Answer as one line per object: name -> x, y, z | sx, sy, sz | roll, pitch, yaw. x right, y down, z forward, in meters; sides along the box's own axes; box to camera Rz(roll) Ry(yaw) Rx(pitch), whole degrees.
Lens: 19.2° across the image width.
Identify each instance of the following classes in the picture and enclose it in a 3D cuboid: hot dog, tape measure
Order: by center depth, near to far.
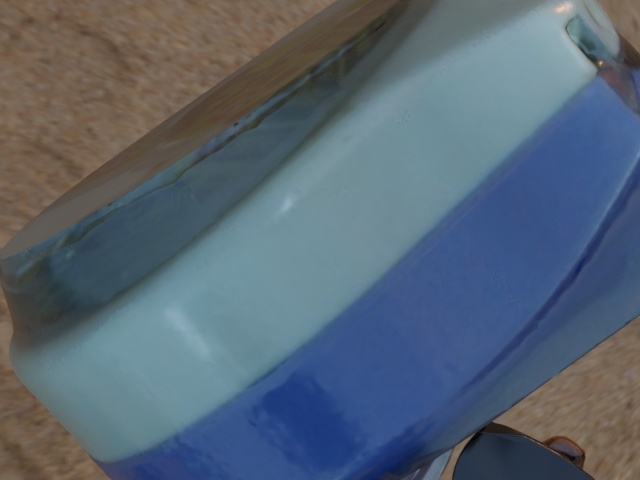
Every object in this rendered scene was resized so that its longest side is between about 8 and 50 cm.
tape measure -> 0.001, -0.002, 0.759 | 0.262, 0.259, 0.138 | -36, 99, -11
hot dog -> 0.176, 0.290, 1.569 | 0.194, 0.107, 0.326 | 19, 115, 4

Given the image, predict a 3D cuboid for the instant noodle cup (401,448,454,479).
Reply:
instant noodle cup -> -0.028, 0.114, 1.393 | 0.192, 0.250, 0.250 | 37, 97, 39
